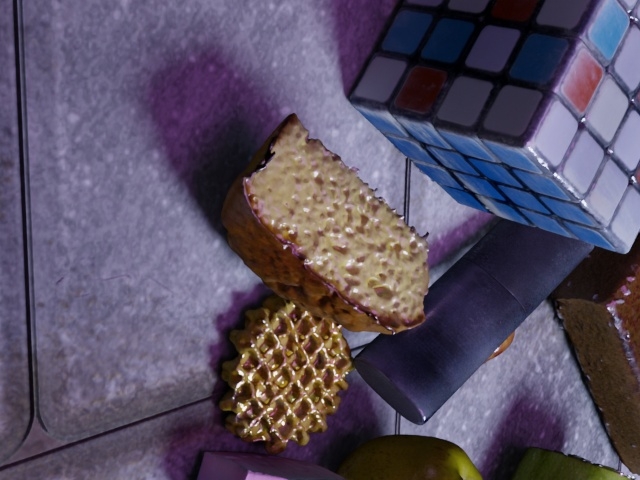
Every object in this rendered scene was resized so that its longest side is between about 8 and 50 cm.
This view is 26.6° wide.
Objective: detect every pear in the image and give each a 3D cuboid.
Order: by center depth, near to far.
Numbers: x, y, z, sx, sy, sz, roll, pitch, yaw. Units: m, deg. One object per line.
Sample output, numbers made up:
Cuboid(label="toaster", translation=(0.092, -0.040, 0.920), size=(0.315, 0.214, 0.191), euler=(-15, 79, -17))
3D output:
Cuboid(label="pear", translation=(0.100, 0.314, 1.530), size=(0.198, 0.198, 0.198), euler=(-16, 114, -41))

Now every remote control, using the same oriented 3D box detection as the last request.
Cuboid(label="remote control", translation=(0.189, 0.069, 1.587), size=(0.377, 0.107, 0.044), euler=(-40, 172, -38))

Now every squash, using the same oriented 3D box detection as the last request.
Cuboid(label="squash", translation=(0.309, 0.413, 1.775), size=(0.189, 0.189, 0.261), euler=(32, 75, -46))

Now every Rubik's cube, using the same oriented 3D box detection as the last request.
Cuboid(label="Rubik's cube", translation=(0.236, -0.171, 1.460), size=(0.259, 0.256, 0.253), euler=(35, 79, -44))

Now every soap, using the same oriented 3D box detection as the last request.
Cuboid(label="soap", translation=(-0.056, 0.259, 1.417), size=(0.149, 0.100, 0.056), euler=(13, 91, -46))

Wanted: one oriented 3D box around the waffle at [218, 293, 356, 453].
Cuboid(label="waffle", translation=(-0.035, 0.140, 1.445), size=(0.191, 0.038, 0.191), euler=(-16, 113, -42))

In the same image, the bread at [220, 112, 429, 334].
Cuboid(label="bread", translation=(-0.009, -0.002, 1.356), size=(0.260, 0.134, 0.129), euler=(44, 55, -29))

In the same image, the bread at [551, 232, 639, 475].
Cuboid(label="bread", translation=(0.444, 0.156, 1.883), size=(0.165, 0.113, 0.417), euler=(-48, 133, -23))

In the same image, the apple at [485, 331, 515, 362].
Cuboid(label="apple", translation=(0.194, 0.109, 1.640), size=(0.084, 0.084, 0.071), euler=(-36, 87, -32))
